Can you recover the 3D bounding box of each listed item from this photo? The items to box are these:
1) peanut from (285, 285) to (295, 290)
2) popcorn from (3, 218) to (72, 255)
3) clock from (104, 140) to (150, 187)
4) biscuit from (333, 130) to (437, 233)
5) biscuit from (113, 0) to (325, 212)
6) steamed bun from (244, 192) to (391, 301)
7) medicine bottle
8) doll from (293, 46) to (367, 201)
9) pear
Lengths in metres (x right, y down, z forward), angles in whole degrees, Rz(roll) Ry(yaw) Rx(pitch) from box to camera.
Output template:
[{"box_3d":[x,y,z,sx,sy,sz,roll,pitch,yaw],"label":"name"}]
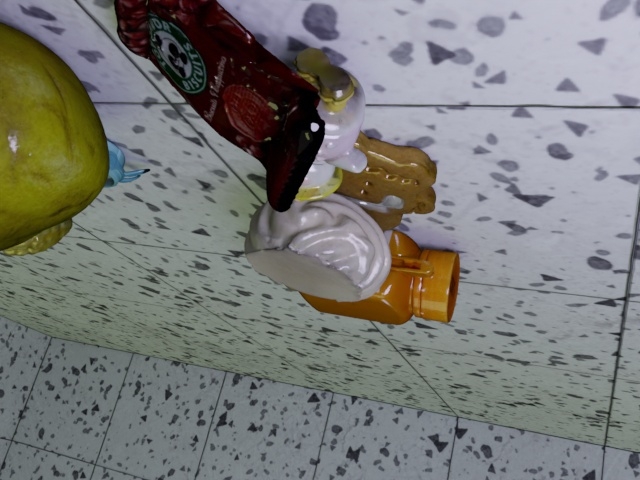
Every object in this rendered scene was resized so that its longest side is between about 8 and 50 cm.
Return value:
[{"box_3d":[-0.052,0.036,1.099,0.082,0.082,0.187,0,157,35],"label":"peanut"},{"box_3d":[-0.450,-0.064,1.005,0.142,0.174,0.173,-2,155,25],"label":"popcorn"},{"box_3d":[-0.316,-0.110,0.935,0.147,0.045,0.108,23,160,-24],"label":"clock"},{"box_3d":[0.045,-0.060,0.828,0.184,0.035,0.249,18,161,-8],"label":"biscuit"},{"box_3d":[-0.089,-0.141,0.584,0.235,0.063,0.151,42,150,1],"label":"biscuit"},{"box_3d":[0.000,0.000,0.818,0.182,0.106,0.183,16,158,7],"label":"steamed bun"},{"box_3d":[0.086,0.053,0.989,0.222,0.112,0.149,8,160,19],"label":"medicine bottle"},{"box_3d":[-0.008,-0.102,0.656,0.129,0.081,0.207,45,154,14],"label":"doll"},{"box_3d":[-0.370,-0.108,0.694,0.268,0.269,0.321,6,170,22],"label":"pear"}]
